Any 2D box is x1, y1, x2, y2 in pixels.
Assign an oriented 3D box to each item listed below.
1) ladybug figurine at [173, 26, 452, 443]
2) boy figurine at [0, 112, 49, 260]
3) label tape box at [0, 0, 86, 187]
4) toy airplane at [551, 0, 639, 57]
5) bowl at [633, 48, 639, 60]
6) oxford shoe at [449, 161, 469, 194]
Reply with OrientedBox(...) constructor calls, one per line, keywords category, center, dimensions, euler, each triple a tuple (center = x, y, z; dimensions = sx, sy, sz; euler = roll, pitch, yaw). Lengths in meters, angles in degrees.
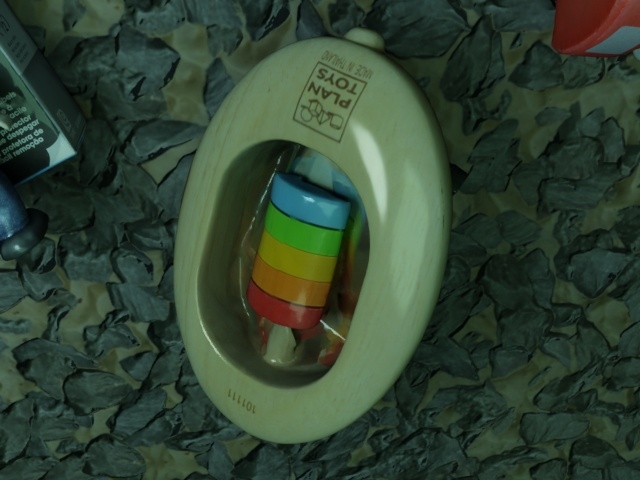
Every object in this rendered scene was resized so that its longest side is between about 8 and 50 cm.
OrientedBox(category="ladybug figurine", center=(0.000, 0.000, 0.852), dimensions=(0.305, 0.162, 0.449), euler=(30, 115, 23))
OrientedBox(category="boy figurine", center=(-0.366, -0.092, 0.695), dimensions=(0.177, 0.092, 0.285), euler=(-28, 118, 5))
OrientedBox(category="label tape box", center=(-0.425, -0.180, 0.753), dimensions=(0.249, 0.115, 0.348), euler=(-27, 120, 5))
OrientedBox(category="toy airplane", center=(0.329, -0.345, 0.642), dimensions=(0.386, 0.272, 0.384), euler=(-30, 137, 13))
OrientedBox(category="bowl", center=(0.412, -0.266, 0.879), dimensions=(0.142, 0.053, 0.142), euler=(-16, 118, 0))
OrientedBox(category="oxford shoe", center=(0.068, -0.020, 0.949), dimensions=(0.096, 0.083, 0.227), euler=(38, 112, 2))
